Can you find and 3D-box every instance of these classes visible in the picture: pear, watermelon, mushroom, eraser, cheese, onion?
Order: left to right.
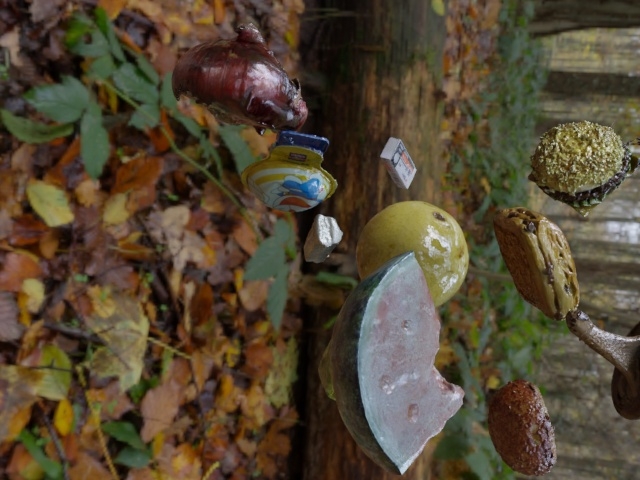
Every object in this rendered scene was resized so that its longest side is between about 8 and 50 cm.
[{"bbox_3d":[-0.141,-0.313,1.423,0.272,0.272,0.195,-16,126,-75],"label":"onion"},{"bbox_3d":[-0.053,-0.119,1.322,0.270,0.177,0.069,115,-17,-63],"label":"cheese"},{"bbox_3d":[0.109,0.180,1.121,0.148,0.226,0.318,-12,-109,59],"label":"watermelon"},{"bbox_3d":[0.160,-0.157,1.520,0.052,0.029,0.122,-63,148,-14],"label":"eraser"},{"bbox_3d":[0.271,0.047,2.199,0.348,0.348,0.348,5,90,-76],"label":"pear"},{"bbox_3d":[0.568,0.217,1.450,0.148,0.217,0.227,121,-9,-64],"label":"mushroom"}]

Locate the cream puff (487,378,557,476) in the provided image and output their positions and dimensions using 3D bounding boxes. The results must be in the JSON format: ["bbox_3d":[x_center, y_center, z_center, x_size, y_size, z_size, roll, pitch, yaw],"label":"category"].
[{"bbox_3d":[0.505,0.471,1.873,0.240,0.164,0.240,-19,90,-76],"label":"cream puff"}]

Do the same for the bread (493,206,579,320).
[{"bbox_3d":[0.468,0.041,1.594,0.210,0.099,0.235,-121,-173,-78],"label":"bread"}]

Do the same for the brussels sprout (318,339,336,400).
[{"bbox_3d":[0.151,0.353,2.201,0.344,0.268,0.344,-48,177,-3],"label":"brussels sprout"}]

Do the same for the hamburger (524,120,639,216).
[{"bbox_3d":[0.640,-0.199,1.816,0.261,0.243,0.139,-41,139,-9],"label":"hamburger"}]

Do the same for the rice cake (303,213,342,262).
[{"bbox_3d":[0.000,0.000,1.321,0.256,0.052,0.057,121,-49,-80],"label":"rice cake"}]
